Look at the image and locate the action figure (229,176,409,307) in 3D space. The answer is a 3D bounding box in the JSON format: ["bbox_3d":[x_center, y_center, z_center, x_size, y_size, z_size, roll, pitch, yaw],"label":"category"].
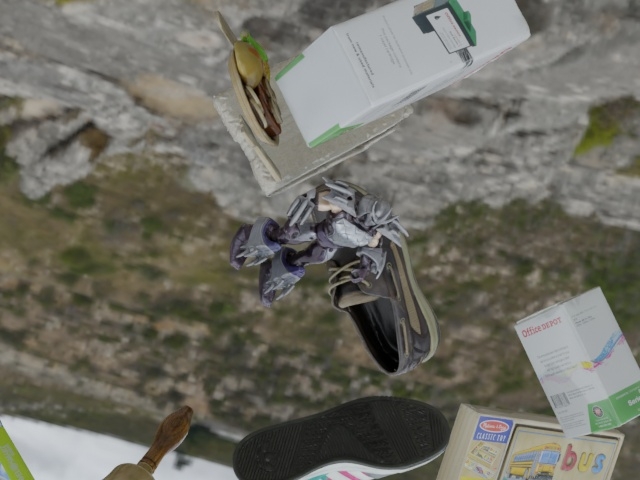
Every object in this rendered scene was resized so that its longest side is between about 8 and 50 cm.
[{"bbox_3d":[0.000,0.000,1.474,0.285,0.099,0.185,-23,127,41],"label":"action figure"}]

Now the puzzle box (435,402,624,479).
[{"bbox_3d":[0.373,0.449,1.885,0.409,0.272,0.052,13,-175,-36],"label":"puzzle box"}]

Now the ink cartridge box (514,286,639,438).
[{"bbox_3d":[0.427,0.199,1.687,0.093,0.212,0.154,-22,171,-25],"label":"ink cartridge box"}]

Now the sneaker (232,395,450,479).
[{"bbox_3d":[0.033,0.312,1.455,0.295,0.124,0.178,-10,153,-1],"label":"sneaker"}]

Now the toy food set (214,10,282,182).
[{"bbox_3d":[-0.068,-0.170,1.195,0.038,0.192,0.132,-21,146,10],"label":"toy food set"}]

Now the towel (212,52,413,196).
[{"bbox_3d":[-0.010,-0.208,1.639,0.187,0.282,0.049,59,165,10],"label":"towel"}]

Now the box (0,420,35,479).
[{"bbox_3d":[-0.533,0.402,1.759,0.042,0.109,0.178,-17,-122,-41],"label":"box"}]

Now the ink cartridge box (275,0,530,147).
[{"bbox_3d":[0.086,-0.195,1.098,0.219,0.093,0.160,-27,-179,-26],"label":"ink cartridge box"}]

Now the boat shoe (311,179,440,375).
[{"bbox_3d":[0.083,0.065,1.731,0.132,0.355,0.130,-26,-173,35],"label":"boat shoe"}]

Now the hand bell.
[{"bbox_3d":[-0.228,0.298,1.390,0.126,0.126,0.242,13,-148,14],"label":"hand bell"}]
